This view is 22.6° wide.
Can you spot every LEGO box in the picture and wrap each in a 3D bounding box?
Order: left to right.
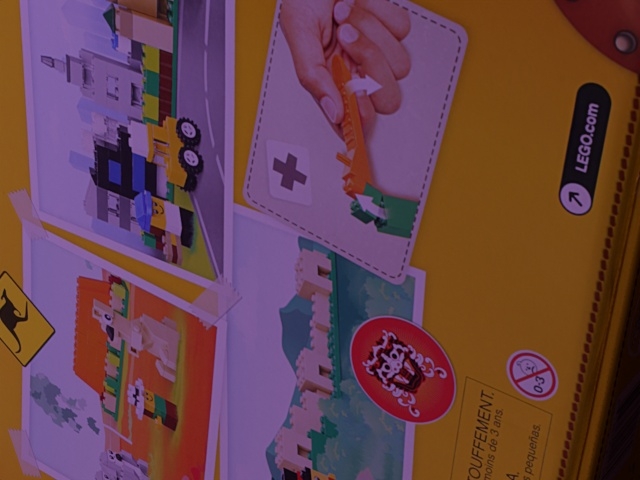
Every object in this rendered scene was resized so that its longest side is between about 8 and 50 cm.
[{"bbox_3d":[0.000,0.000,0.773,0.372,0.193,0.500,23,127,26],"label":"LEGO box"}]
